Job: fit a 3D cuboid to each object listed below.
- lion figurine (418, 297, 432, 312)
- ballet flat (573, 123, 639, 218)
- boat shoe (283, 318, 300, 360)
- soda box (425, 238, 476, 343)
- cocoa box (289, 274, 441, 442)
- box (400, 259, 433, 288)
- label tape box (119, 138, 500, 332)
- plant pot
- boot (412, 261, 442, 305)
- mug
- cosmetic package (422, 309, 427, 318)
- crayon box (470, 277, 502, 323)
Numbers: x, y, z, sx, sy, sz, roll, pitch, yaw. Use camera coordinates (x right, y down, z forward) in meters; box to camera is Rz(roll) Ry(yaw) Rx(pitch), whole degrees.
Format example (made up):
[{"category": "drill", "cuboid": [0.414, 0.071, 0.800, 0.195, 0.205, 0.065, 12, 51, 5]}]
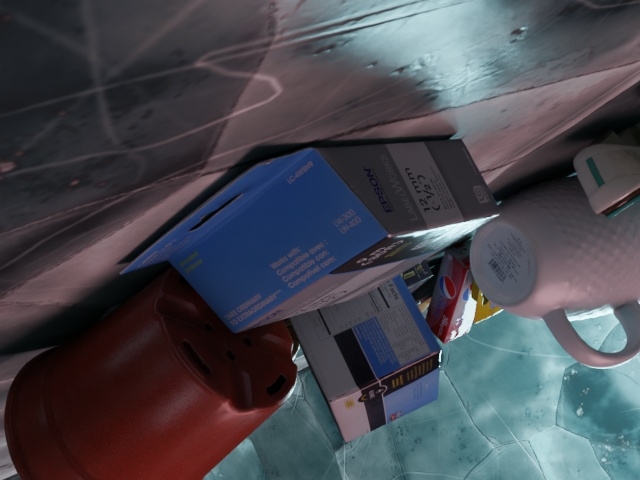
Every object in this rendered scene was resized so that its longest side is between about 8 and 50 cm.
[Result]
[{"category": "lion figurine", "cuboid": [0.254, 0.173, 2.210, 0.240, 0.142, 0.392, 14, 130, -36]}, {"category": "ballet flat", "cuboid": [0.531, -0.136, 1.356, 0.139, 0.139, 0.400, -33, 170, 37]}, {"category": "boat shoe", "cuboid": [-0.104, 0.247, 1.796, 0.307, 0.104, 0.111, -18, 166, -34]}, {"category": "soda box", "cuboid": [0.333, 0.127, 1.954, 0.092, 0.083, 0.263, -20, 138, -28]}, {"category": "cocoa box", "cuboid": [0.091, 0.223, 1.606, 0.228, 0.231, 0.347, -25, 154, -5]}, {"category": "box", "cuboid": [0.138, 0.121, 1.855, 0.183, 0.059, 0.232, -21, 167, -17]}, {"category": "label tape box", "cuboid": [0.000, 0.000, 0.874, 0.249, 0.115, 0.348, -34, 167, 37]}, {"category": "plant pot", "cuboid": [-0.186, 0.176, 0.962, 0.265, 0.272, 0.272, -40, 163, 28]}, {"category": "boot", "cuboid": [0.239, 0.124, 2.067, 0.208, 0.076, 0.190, -43, -153, -17]}, {"category": "mug", "cuboid": [0.475, 0.060, 1.509, 0.328, 0.374, 0.276, -9, 157, -34]}, {"category": "cosmetic package", "cuboid": [0.200, 0.236, 2.422, 0.239, 0.098, 0.060, -21, 171, -16]}, {"category": "crayon box", "cuboid": [0.459, 0.041, 1.844, 0.319, 0.081, 0.202, -25, 138, -23]}]
